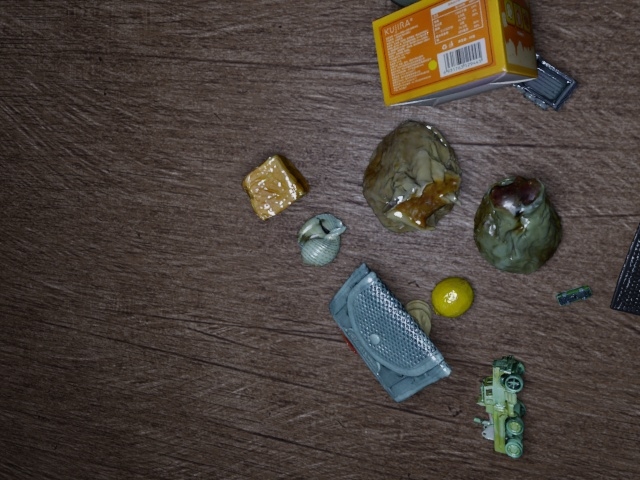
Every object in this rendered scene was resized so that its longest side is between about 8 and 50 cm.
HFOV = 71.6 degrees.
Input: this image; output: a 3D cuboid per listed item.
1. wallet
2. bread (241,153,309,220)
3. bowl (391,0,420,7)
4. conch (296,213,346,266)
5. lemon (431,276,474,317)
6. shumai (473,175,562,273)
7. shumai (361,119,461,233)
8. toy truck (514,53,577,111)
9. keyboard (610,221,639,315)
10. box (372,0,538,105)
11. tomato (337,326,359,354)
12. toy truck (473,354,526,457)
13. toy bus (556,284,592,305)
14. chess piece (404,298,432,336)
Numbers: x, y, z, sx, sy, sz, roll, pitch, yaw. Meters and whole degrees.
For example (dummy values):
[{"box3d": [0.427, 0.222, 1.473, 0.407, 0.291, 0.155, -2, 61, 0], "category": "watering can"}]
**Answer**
[{"box3d": [0.161, 0.250, 1.173, 0.342, 0.075, 0.237, 53, 139, 17], "category": "wallet"}, {"box3d": [-0.132, -0.156, 1.285, 0.158, 0.149, 0.143, -30, 95, 16], "category": "bread"}, {"box3d": [0.274, -0.745, 1.026, 0.354, 0.185, 0.353, -2, 84, 18], "category": "bowl"}, {"box3d": [-0.001, 0.004, 1.304, 0.135, 0.102, 0.153, 43, 73, 14], "category": "conch"}, {"box3d": [0.367, 0.159, 1.239, 0.109, 0.109, 0.133, 41, 109, 4], "category": "lemon"}, {"box3d": [0.506, -0.027, 1.130, 0.222, 0.203, 0.271, -25, 97, 17], "category": "shumai"}, {"box3d": [0.229, -0.160, 1.141, 0.267, 0.262, 0.314, 3, 99, 12], "category": "shumai"}, {"box3d": [0.536, -0.405, 1.112, 0.192, 0.092, 0.083, 36, 106, 6], "category": "toy truck"}, {"box3d": [0.837, 0.073, 1.162, 0.087, 0.017, 0.250, 14, 103, 9], "category": "keyboard"}, {"box3d": [0.313, -0.445, 1.025, 0.284, 0.260, 0.213, -3, 102, 40], "category": "box"}, {"box3d": [0.143, 0.244, 1.315, 0.166, 0.082, 0.174, -32, 84, 31], "category": "tomato"}, {"box3d": [0.507, 0.463, 1.255, 0.135, 0.128, 0.259, 4, 101, 26], "category": "toy truck"}, {"box3d": [0.684, 0.148, 1.201, 0.083, 0.037, 0.031, -22, 95, 17], "category": "toy bus"}, {"box3d": [0.268, 0.232, 1.227, 0.090, 0.200, 0.090, 2, 99, 12], "category": "chess piece"}]
